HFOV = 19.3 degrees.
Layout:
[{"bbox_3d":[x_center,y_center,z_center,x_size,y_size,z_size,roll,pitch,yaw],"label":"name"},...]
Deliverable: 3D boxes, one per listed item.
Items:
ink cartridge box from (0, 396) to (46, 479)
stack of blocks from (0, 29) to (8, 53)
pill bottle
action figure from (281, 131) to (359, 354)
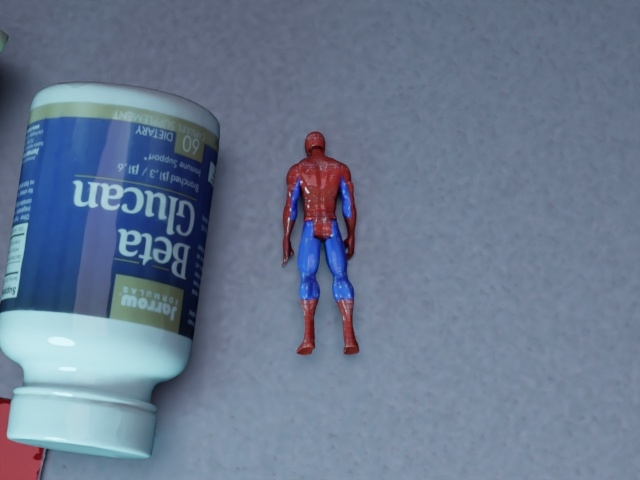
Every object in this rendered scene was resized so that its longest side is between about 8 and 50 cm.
[{"bbox_3d":[-0.291,0.188,0.856,0.272,0.130,0.309,10,79,2],"label":"ink cartridge box"},{"bbox_3d":[-0.300,-0.097,0.830,0.087,0.297,0.171,18,77,43],"label":"stack of blocks"},{"bbox_3d":[-0.104,0.016,0.904,0.094,0.094,0.169,6,80,2],"label":"pill bottle"},{"bbox_3d":[0.000,0.000,0.941,0.038,0.030,0.115,-1,74,-5],"label":"action figure"}]
